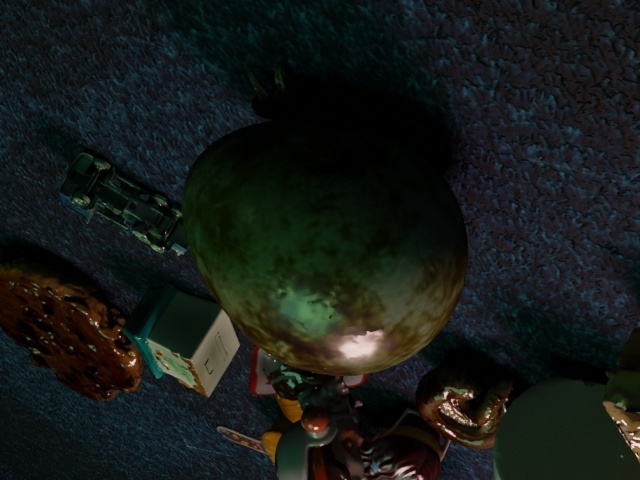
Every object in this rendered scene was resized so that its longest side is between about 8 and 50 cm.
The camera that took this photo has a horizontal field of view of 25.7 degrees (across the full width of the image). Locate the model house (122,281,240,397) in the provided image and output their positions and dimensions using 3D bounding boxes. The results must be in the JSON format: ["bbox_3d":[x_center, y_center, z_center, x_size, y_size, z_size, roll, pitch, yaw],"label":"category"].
[{"bbox_3d":[-0.206,0.133,1.979,0.149,0.100,0.127,22,153,22],"label":"model house"}]

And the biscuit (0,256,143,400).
[{"bbox_3d":[-0.397,0.135,2.216,0.289,0.081,0.334,25,151,14],"label":"biscuit"}]

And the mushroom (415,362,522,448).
[{"bbox_3d":[0.187,0.191,1.678,0.135,0.080,0.170,23,156,-13],"label":"mushroom"}]

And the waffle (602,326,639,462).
[{"bbox_3d":[0.464,0.234,1.397,0.261,0.114,0.376,5,144,39],"label":"waffle"}]

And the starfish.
[{"bbox_3d":[-0.040,-0.138,1.374,0.078,0.028,0.091,27,150,13],"label":"starfish"}]

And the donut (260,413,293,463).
[{"bbox_3d":[-0.002,0.324,2.153,0.178,0.065,0.162,30,150,5],"label":"donut"}]

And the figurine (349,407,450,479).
[{"bbox_3d":[0.083,0.308,1.964,0.175,0.115,0.240,38,154,-15],"label":"figurine"}]

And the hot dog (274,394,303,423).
[{"bbox_3d":[-0.032,0.186,1.935,0.088,0.061,0.286,9,151,17],"label":"hot dog"}]

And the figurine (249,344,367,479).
[{"bbox_3d":[0.001,0.256,1.765,0.160,0.226,0.183,-4,153,-6],"label":"figurine"}]

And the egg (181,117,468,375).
[{"bbox_3d":[0.000,0.000,1.339,0.289,0.238,0.238,26,155,21],"label":"egg"}]

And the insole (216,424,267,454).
[{"bbox_3d":[-0.093,0.351,2.371,0.197,0.004,0.065,18,153,24],"label":"insole"}]

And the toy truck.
[{"bbox_3d":[-0.239,-0.037,1.747,0.175,0.067,0.081,29,161,-4],"label":"toy truck"}]

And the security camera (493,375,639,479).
[{"bbox_3d":[0.298,0.279,1.595,0.195,0.194,0.236,18,156,25],"label":"security camera"}]
